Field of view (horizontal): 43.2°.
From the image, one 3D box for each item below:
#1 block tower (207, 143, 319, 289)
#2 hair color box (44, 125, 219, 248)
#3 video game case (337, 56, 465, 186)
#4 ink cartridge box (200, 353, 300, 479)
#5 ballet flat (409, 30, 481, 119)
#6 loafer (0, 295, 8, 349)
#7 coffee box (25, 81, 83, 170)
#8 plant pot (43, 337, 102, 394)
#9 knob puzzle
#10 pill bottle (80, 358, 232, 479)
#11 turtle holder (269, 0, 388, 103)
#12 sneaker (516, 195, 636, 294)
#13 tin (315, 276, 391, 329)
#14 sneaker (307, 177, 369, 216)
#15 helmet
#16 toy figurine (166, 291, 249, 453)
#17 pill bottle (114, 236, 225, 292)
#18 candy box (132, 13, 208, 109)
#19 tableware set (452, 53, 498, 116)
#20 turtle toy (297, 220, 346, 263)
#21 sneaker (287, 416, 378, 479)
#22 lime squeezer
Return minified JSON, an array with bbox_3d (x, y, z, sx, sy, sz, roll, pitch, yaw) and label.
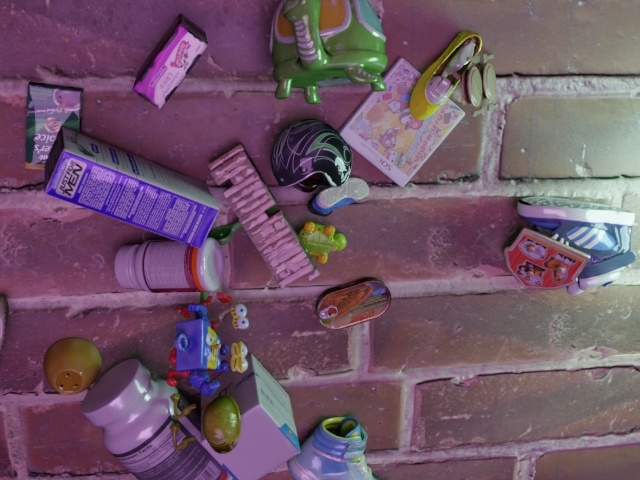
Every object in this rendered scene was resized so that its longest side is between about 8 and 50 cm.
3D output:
[{"bbox_3d":[-0.127,-0.047,1.804,0.097,0.091,0.335,-32,98,3],"label":"block tower"},{"bbox_3d":[-0.398,-0.111,1.700,0.338,0.185,0.110,23,103,-25],"label":"hair color box"},{"bbox_3d":[0.185,-0.268,1.855,0.206,0.026,0.227,36,100,-20],"label":"video game case"},{"bbox_3d":[-0.174,0.426,1.938,0.168,0.233,0.171,-35,112,6],"label":"ink cartridge box"},{"bbox_3d":[0.279,-0.367,1.787,0.077,0.077,0.231,36,90,-19],"label":"ballet flat"},{"bbox_3d":[-0.774,0.244,1.832,0.092,0.102,0.269,15,108,-21],"label":"loafer"},{"bbox_3d":[-0.567,-0.238,1.722,0.113,0.040,0.184,6,109,-14],"label":"coffee box"},{"bbox_3d":[-0.585,0.308,1.893,0.134,0.095,0.134,-3,110,-9],"label":"plant pot"},{"bbox_3d":[0.538,0.067,1.984,0.213,0.030,0.213,17,142,14],"label":"knob puzzle"},{"bbox_3d":[-0.383,0.466,1.927,0.210,0.210,0.363,-35,112,4],"label":"pill bottle"},{"bbox_3d":[-0.008,-0.409,1.631,0.320,0.243,0.228,-8,92,-46],"label":"turtle holder"},{"bbox_3d":[0.613,0.025,1.984,0.322,0.130,0.236,4,105,-18],"label":"sneaker"},{"bbox_3d":[0.080,0.155,1.989,0.189,0.040,0.106,-16,108,-4],"label":"tin"},{"bbox_3d":[0.037,-0.099,1.880,0.152,0.084,0.058,-23,86,-36],"label":"sneaker"},{"bbox_3d":[-0.028,-0.183,1.773,0.161,0.169,0.169,23,105,-34],"label":"helmet"},{"bbox_3d":[-0.283,0.269,1.753,0.191,0.217,0.363,-5,70,14],"label":"toy figurine"},{"bbox_3d":[-0.335,0.056,1.798,0.221,0.121,0.121,-2,113,18],"label":"pill bottle"},{"bbox_3d":[-0.299,-0.362,1.621,0.071,0.233,0.159,35,102,-20],"label":"candy box"},{"bbox_3d":[0.345,-0.344,1.789,0.039,0.194,0.128,-1,104,29],"label":"tableware set"},{"bbox_3d":[0.000,0.000,1.900,0.130,0.066,0.095,11,109,-14],"label":"turtle toy"},{"bbox_3d":[0.096,0.578,2.102,0.319,0.127,0.208,28,104,-19],"label":"sneaker"},{"bbox_3d":[-0.226,0.020,1.873,0.110,0.059,0.310,32,101,-19],"label":"lime squeezer"}]
